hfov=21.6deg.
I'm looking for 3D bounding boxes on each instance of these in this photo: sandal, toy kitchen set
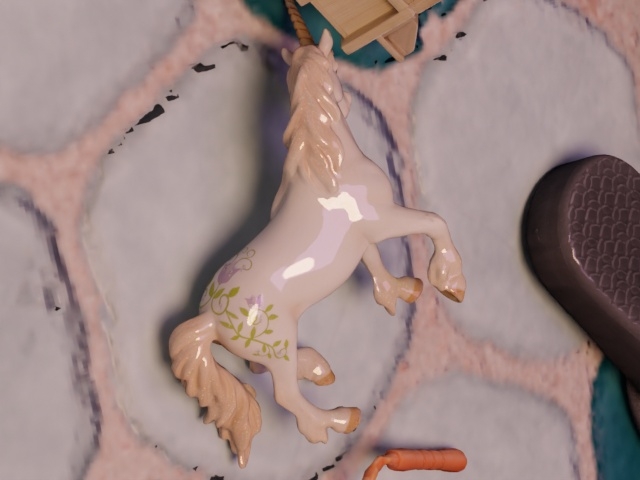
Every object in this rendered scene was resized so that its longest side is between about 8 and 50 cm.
[{"bbox_3d":[0.178,0.063,0.804,0.254,0.054,0.097,52,51,-17],"label":"sandal"},{"bbox_3d":[0.039,-0.112,0.640,0.068,0.075,0.083,43,33,-33],"label":"toy kitchen set"}]

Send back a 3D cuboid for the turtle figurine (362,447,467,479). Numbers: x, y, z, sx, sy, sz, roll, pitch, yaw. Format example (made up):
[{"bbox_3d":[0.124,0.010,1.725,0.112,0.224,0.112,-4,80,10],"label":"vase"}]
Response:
[{"bbox_3d":[0.092,0.222,0.698,0.269,0.087,0.217,38,67,-35],"label":"turtle figurine"}]

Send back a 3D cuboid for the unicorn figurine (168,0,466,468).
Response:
[{"bbox_3d":[0.000,0.000,0.634,0.111,0.060,0.162,47,61,-32],"label":"unicorn figurine"}]
